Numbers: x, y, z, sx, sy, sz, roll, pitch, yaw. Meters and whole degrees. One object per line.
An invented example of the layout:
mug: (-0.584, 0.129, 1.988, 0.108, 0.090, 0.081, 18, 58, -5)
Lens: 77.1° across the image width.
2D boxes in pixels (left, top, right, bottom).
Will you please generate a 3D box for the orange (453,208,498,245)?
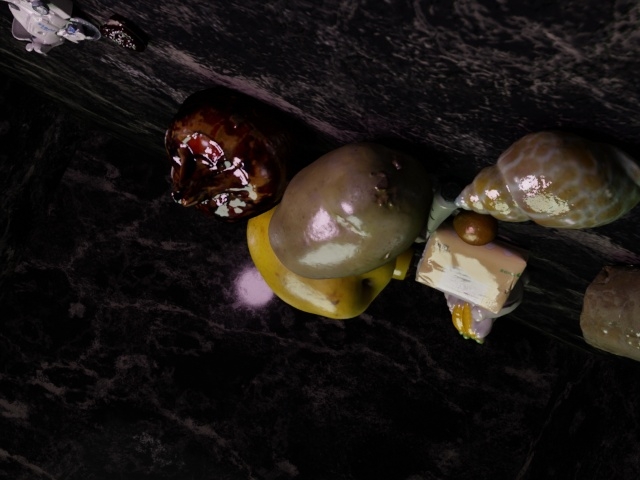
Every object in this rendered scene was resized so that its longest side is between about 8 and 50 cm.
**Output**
orange: (0.303, -0.029, 0.783, 0.085, 0.084, 0.085, 25, 177, 2)

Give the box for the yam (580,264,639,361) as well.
yam: (0.553, 0.125, 0.622, 0.168, 0.167, 0.304, 26, 176, -16)

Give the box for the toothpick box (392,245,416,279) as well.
toothpick box: (0.242, 0.051, 1.601, 0.272, 0.174, 0.175, 21, 176, 13)

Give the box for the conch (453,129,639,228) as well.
conch: (0.256, -0.059, 0.429, 0.173, 0.105, 0.116, 11, -164, -5)

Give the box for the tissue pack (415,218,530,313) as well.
tissue pack: (0.358, 0.061, 0.972, 0.222, 0.186, 0.090, 23, -140, 15)

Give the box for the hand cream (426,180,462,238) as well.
hand cream: (0.240, -0.061, 0.793, 0.050, 0.080, 0.234, 27, 173, 13)

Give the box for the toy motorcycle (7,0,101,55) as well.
toy motorcycle: (-0.500, -0.398, 0.670, 0.150, 0.102, 0.221, 2, 172, 18)

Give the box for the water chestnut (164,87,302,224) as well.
water chestnut: (-0.180, -0.153, 0.812, 0.289, 0.244, 0.289, 19, 172, 3)

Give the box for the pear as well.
pear: (0.000, 0.000, 1.034, 0.418, 0.362, 0.362, 44, -171, 39)

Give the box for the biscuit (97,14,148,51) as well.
biscuit: (-0.341, -0.356, 0.688, 0.089, 0.027, 0.087, 25, 177, -3)

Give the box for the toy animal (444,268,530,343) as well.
toy animal: (0.475, 0.157, 1.185, 0.183, 0.247, 0.310, 41, 168, 23)

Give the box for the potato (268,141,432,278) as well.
potato: (0.053, -0.048, 0.722, 0.243, 0.220, 0.326, -7, 164, -46)

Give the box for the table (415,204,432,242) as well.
table: (0.219, -0.049, 0.935, 0.079, 0.083, 0.062, 26, 176, -1)
